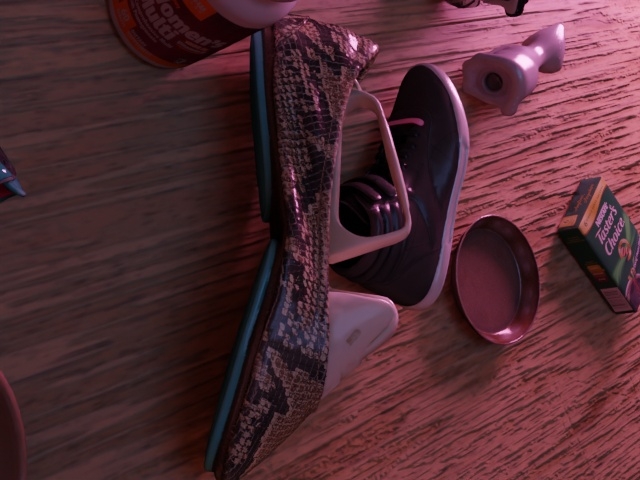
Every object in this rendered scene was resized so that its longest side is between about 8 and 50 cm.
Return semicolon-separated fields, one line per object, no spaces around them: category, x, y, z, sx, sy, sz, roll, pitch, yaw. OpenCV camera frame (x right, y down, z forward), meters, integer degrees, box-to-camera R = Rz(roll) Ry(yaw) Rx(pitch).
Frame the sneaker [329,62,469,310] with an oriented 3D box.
sneaker;0.081;-0.076;1.074;0.147;0.105;0.295;15;77;-44

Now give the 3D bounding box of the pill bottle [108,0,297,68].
pill bottle;-0.093;-0.244;0.876;0.121;0.221;0.121;8;77;-39

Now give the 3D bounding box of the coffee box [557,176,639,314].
coffee box;0.426;0.009;1.401;0.184;0.040;0.113;51;54;-23

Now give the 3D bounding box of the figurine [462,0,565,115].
figurine;0.278;-0.297;1.269;0.209;0.092;0.214;-33;129;-44

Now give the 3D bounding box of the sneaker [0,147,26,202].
sneaker;-0.297;-0.106;0.744;0.178;0.124;0.295;47;50;-30

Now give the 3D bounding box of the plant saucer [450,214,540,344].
plant saucer;0.222;0.052;1.226;0.168;0.029;0.168;8;77;-41

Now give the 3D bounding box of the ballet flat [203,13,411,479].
ballet flat;0.000;0.000;0.936;0.182;0.164;0.482;7;73;-6

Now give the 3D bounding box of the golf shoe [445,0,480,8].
golf shoe;0.187;-0.399;1.254;0.086;0.067;0.186;11;85;-47

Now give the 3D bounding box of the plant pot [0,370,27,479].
plant pot;-0.319;0.179;0.655;0.237;0.110;0.237;0;90;-69
